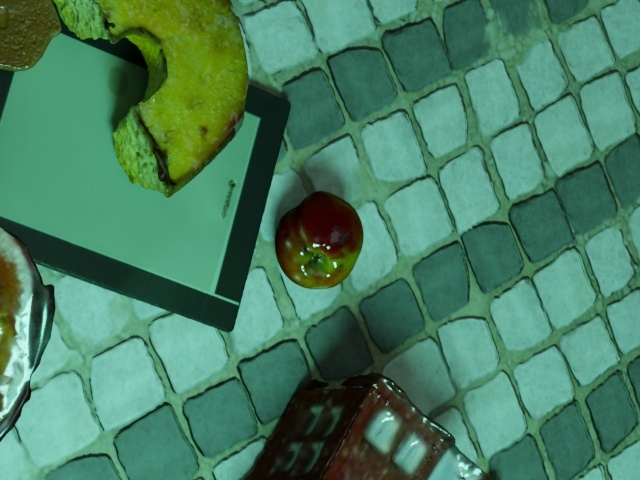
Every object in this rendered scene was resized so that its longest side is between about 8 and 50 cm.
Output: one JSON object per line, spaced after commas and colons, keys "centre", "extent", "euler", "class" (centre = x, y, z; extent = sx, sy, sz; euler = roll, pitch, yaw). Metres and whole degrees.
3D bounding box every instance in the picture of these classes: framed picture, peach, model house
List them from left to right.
{"centre": [-0.199, -0.080, 1.689], "extent": [0.347, 0.016, 0.265], "euler": [21, 74, -31], "class": "framed picture"}
{"centre": [-0.001, 0.000, 1.774], "extent": [0.100, 0.101, 0.101], "euler": [3, 84, -34], "class": "peach"}
{"centre": [0.022, 0.292, 1.723], "extent": [0.196, 0.160, 0.254], "euler": [46, 65, -22], "class": "model house"}

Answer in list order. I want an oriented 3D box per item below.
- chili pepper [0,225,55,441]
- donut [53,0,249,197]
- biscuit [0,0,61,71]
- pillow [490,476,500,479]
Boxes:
{"centre": [-0.397, 0.073, 1.398], "extent": [0.229, 0.305, 0.251], "euler": [8, 94, -42], "class": "chili pepper"}
{"centre": [-0.154, -0.183, 1.658], "extent": [0.152, 0.101, 0.259], "euler": [-25, 99, -34], "class": "donut"}
{"centre": [-0.314, -0.210, 1.604], "extent": [0.130, 0.019, 0.102], "euler": [-4, 82, -20], "class": "biscuit"}
{"centre": [0.188, 0.382, 1.898], "extent": [0.113, 0.038, 0.203], "euler": [-21, 98, -34], "class": "pillow"}
